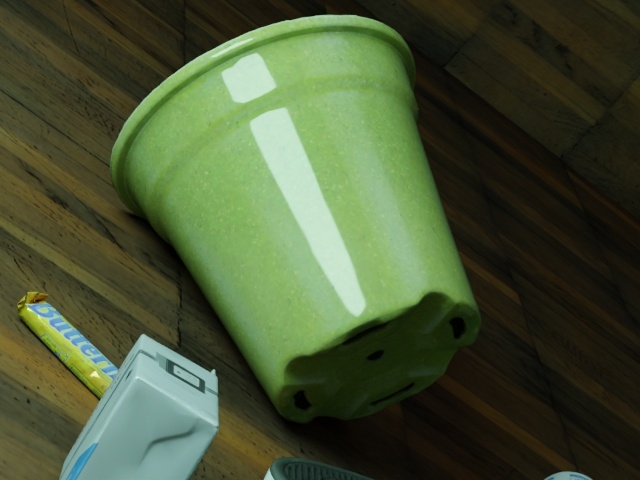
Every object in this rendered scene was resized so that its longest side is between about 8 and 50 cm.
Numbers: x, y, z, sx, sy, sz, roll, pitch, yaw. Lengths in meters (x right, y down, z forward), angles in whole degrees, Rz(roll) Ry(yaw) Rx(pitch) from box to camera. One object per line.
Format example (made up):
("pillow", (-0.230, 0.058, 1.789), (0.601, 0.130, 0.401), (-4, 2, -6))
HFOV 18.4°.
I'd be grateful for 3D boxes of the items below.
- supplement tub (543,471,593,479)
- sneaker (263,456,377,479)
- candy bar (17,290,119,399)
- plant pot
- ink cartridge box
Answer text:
("supplement tub", (0.216, 0.252, 1.729), (0.071, 0.071, 0.107), (40, 18, -4))
("sneaker", (0.051, 0.254, 1.170), (0.296, 0.178, 0.124), (25, 10, -31))
("candy bar", (-0.156, 0.095, 1.401), (0.161, 0.018, 0.040), (44, 17, 7))
("plant pot", (0.000, 0.000, 1.617), (0.276, 0.276, 0.254), (18, 40, -53))
("ink cartridge box", (-0.114, 0.124, 1.231), (0.060, 0.104, 0.180), (31, 4, -7))
